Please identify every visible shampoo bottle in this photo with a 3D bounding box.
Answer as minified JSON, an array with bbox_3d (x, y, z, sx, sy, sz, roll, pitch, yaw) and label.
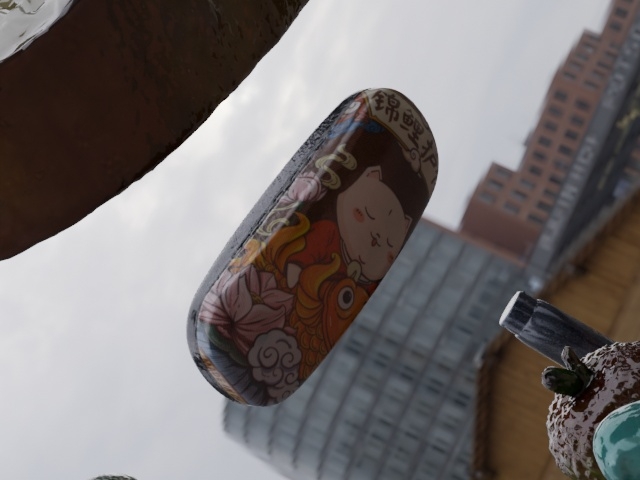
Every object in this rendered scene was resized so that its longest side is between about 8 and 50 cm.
[{"bbox_3d":[0.296,0.129,1.421,0.049,0.233,0.087,-59,-1,-9],"label":"shampoo bottle"}]

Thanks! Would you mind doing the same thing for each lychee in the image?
[{"bbox_3d":[0.212,0.127,0.948,0.114,0.146,0.114,-45,11,11],"label":"lychee"}]

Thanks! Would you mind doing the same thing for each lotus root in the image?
[{"bbox_3d":[-0.147,-0.097,0.587,0.390,0.111,0.375,-29,25,-3],"label":"lotus root"}]

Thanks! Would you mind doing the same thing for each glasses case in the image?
[{"bbox_3d":[0.000,0.000,1.179,0.122,0.082,0.321,52,-122,-29],"label":"glasses case"}]

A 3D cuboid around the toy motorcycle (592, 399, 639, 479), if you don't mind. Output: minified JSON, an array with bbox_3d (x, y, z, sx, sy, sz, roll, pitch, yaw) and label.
[{"bbox_3d":[0.234,0.109,0.634,0.109,0.198,0.296,-17,-44,-63],"label":"toy motorcycle"}]

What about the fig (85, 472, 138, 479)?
[{"bbox_3d":[-0.219,0.339,1.524,0.123,0.156,0.123,-19,-56,-30],"label":"fig"}]
